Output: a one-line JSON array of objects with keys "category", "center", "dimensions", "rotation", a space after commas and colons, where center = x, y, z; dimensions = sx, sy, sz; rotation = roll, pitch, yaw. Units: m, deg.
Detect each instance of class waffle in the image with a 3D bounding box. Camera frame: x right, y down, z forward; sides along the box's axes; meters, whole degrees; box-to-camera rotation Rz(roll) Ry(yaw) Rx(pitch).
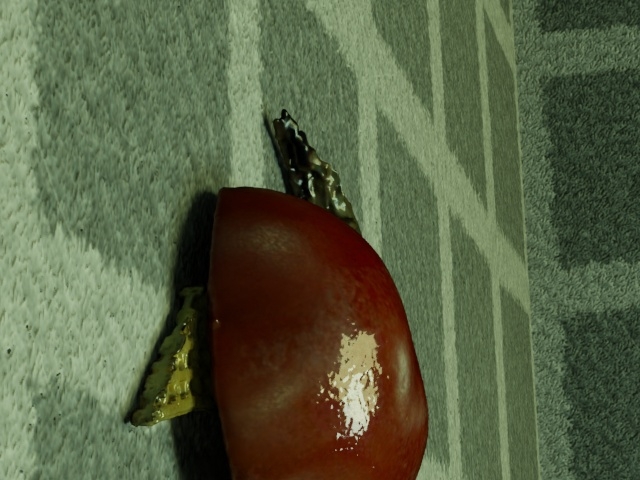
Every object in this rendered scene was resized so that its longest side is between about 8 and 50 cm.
[{"category": "waffle", "center": [-0.107, 0.081, 1.191], "dimensions": [0.153, 0.023, 0.097], "rotation": [0, 83, -76]}]

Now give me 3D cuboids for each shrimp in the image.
[{"category": "shrimp", "center": [0.006, -0.008, 1.601], "dimensions": [0.262, 0.066, 0.117], "rotation": [67, 22, -47]}]

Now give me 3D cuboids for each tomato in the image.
[{"category": "tomato", "center": [0.010, 0.104, 1.355], "dimensions": [0.338, 0.144, 0.338], "rotation": [-9, 90, -84]}]
